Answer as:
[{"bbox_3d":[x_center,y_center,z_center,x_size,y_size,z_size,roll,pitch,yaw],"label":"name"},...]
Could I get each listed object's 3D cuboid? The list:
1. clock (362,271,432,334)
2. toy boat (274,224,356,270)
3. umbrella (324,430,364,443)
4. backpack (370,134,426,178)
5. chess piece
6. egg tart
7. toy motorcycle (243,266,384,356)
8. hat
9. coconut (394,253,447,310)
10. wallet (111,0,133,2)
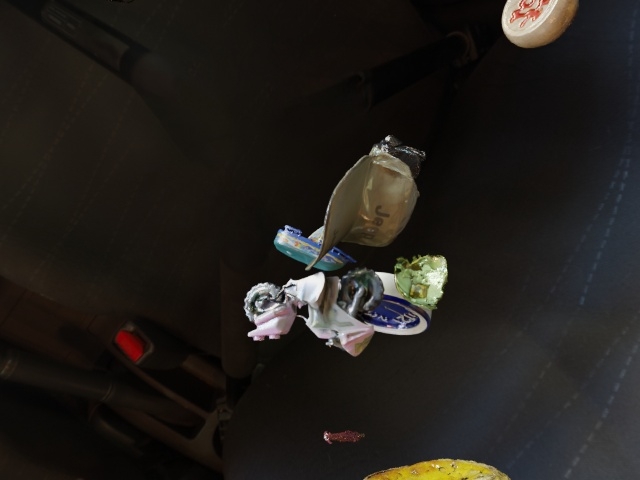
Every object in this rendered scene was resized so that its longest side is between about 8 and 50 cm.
[{"bbox_3d":[0.169,0.165,1.147,0.230,0.230,0.083,21,60,-11],"label":"clock"},{"bbox_3d":[0.000,0.000,0.933,0.175,0.091,0.110,24,73,13],"label":"toy boat"},{"bbox_3d":[0.060,0.481,1.092,0.165,0.025,0.027,27,64,-47],"label":"umbrella"},{"bbox_3d":[0.182,-0.196,1.119,0.120,0.165,0.106,21,94,-7],"label":"backpack"},{"bbox_3d":[0.253,-0.268,0.517,0.038,0.083,0.084,8,93,-31],"label":"chess piece"},{"bbox_3d":[0.144,0.356,0.588,0.234,0.234,0.094,-4,72,-10],"label":"egg tart"},{"bbox_3d":[-0.016,0.169,0.984,0.327,0.143,0.188,-10,72,14],"label":"toy motorcycle"},{"bbox_3d":[0.084,-0.027,0.790,0.149,0.245,0.214,21,132,3],"label":"hat"},{"bbox_3d":[0.226,0.091,1.011,0.133,0.055,0.158,31,51,23],"label":"coconut"},{"bbox_3d":[-0.365,-0.442,0.671,0.172,0.318,0.045,-5,98,-24],"label":"wallet"}]
